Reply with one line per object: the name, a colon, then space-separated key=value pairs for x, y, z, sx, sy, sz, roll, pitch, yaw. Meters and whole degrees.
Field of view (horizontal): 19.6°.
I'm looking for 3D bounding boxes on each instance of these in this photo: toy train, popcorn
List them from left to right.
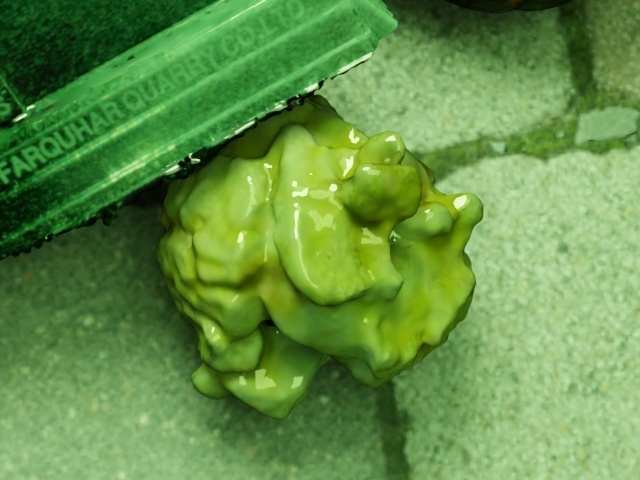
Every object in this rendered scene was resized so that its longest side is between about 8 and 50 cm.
toy train: x=-0.129 y=-0.116 z=1.004 sx=0.330 sy=0.178 sz=0.138 roll=-29 pitch=42 yaw=2
popcorn: x=0.000 y=0.001 z=1.081 sx=0.187 sy=0.185 sz=0.167 roll=-3 pitch=52 yaw=16

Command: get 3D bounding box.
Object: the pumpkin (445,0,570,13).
pumpkin: x=0.103 y=-0.294 z=1.169 sx=0.320 sy=0.192 sz=0.320 roll=3 pitch=78 yaw=-12
